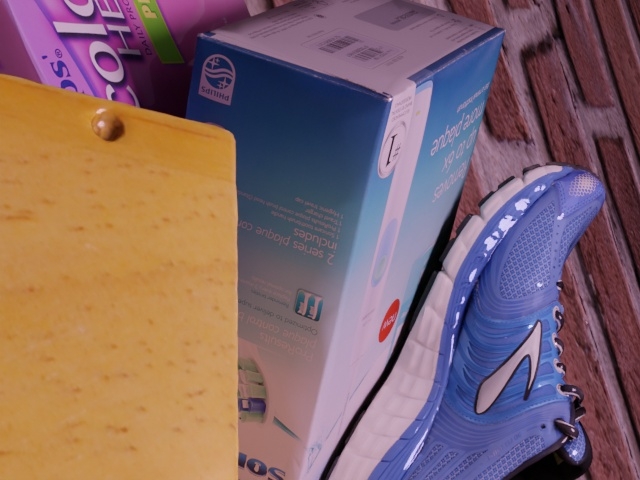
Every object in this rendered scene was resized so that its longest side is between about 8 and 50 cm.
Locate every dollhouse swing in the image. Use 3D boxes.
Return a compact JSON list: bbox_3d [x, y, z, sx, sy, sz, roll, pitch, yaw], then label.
[{"bbox_3d":[-0.176,0.148,0.558,0.315,0.305,0.347,12,61,-26],"label":"dollhouse swing"}]

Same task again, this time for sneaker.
[{"bbox_3d":[0.129,0.099,0.848,0.330,0.147,0.130,-62,164,-15],"label":"sneaker"}]

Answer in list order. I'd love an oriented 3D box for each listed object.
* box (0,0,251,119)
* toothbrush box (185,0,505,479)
[{"bbox_3d":[-0.153,-0.128,0.784,0.243,0.117,0.214,-37,106,-58],"label":"box"},{"bbox_3d":[0.000,0.000,0.812,0.216,0.126,0.296,-36,144,-59],"label":"toothbrush box"}]
